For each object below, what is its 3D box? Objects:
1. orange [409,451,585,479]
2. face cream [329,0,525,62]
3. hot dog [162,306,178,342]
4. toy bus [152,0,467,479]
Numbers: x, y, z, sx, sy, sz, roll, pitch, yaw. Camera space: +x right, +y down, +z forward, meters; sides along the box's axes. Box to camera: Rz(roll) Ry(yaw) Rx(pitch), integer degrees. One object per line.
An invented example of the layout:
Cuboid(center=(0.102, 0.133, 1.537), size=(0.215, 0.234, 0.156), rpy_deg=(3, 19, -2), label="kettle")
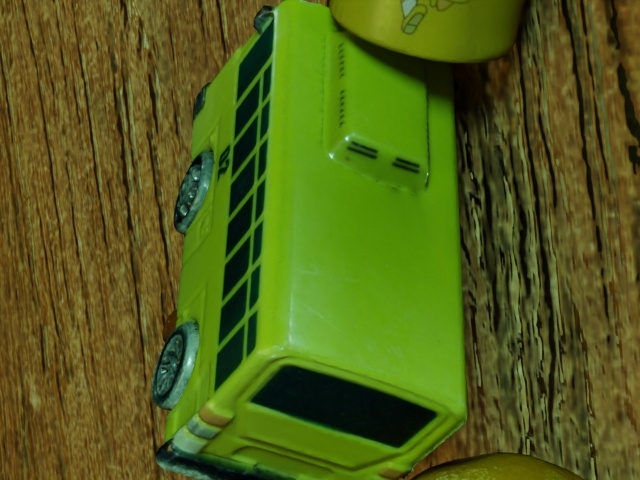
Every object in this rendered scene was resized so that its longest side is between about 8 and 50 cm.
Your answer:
Cuboid(center=(0.091, 0.181, 0.860), size=(0.136, 0.159, 0.159), rpy_deg=(-86, 19, -49), label="orange")
Cuboid(center=(0.088, -0.268, 0.815), size=(0.105, 0.105, 0.348), rpy_deg=(38, 124, 43), label="face cream")
Cuboid(center=(-0.033, 0.080, 1.046), size=(0.262, 0.093, 0.123), rpy_deg=(11, 105, 52), label="hot dog")
Cuboid(center=(0.000, 0.000, 0.885), size=(0.150, 0.128, 0.262), rpy_deg=(-48, 30, 44), label="toy bus")
